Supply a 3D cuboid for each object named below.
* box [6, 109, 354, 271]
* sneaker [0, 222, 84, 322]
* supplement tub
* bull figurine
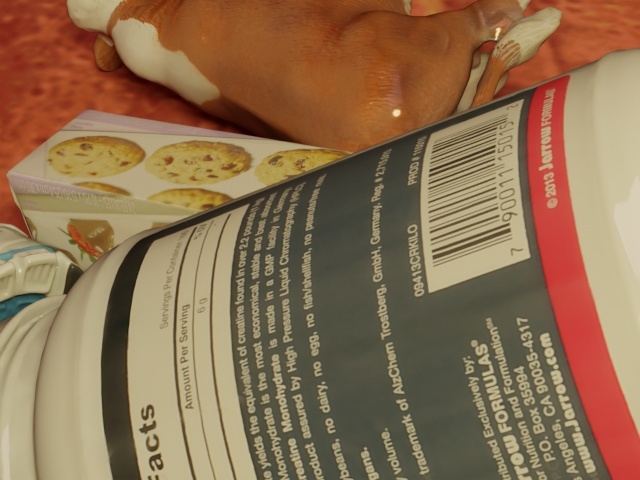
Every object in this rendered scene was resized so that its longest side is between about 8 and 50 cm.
[{"bbox_3d":[0.000,0.000,0.794,0.324,0.063,0.067,12,43,36],"label":"box"},{"bbox_3d":[-0.207,0.040,0.822,0.191,0.071,0.083,-17,34,-26],"label":"sneaker"},{"bbox_3d":[0.028,0.065,0.601,0.272,0.191,0.191,-20,35,23],"label":"supplement tub"},{"bbox_3d":[0.002,-0.109,0.931,0.188,0.101,0.310,-26,40,-23],"label":"bull figurine"}]
